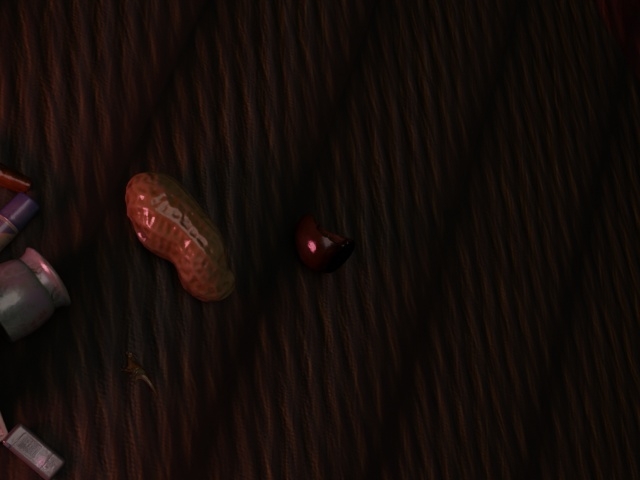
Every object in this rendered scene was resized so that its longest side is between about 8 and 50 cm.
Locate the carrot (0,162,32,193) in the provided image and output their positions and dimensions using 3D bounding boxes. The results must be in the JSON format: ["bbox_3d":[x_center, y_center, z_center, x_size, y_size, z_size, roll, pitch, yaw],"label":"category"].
[{"bbox_3d":[-0.675,-0.144,1.556,0.161,0.055,0.055,27,68,-21],"label":"carrot"}]

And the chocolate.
[{"bbox_3d":[0.000,0.000,1.756,0.127,0.124,0.133,-33,59,-23],"label":"chocolate"}]

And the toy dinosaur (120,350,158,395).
[{"bbox_3d":[-0.380,0.282,1.576,0.041,0.026,0.113,-28,79,-42],"label":"toy dinosaur"}]

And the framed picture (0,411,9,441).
[{"bbox_3d":[-0.715,0.348,1.432,0.203,0.015,0.150,-19,84,-25],"label":"framed picture"}]

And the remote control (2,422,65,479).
[{"bbox_3d":[-0.556,0.411,1.472,0.124,0.018,0.053,46,63,-14],"label":"remote control"}]

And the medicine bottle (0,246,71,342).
[{"bbox_3d":[-0.581,0.105,1.475,0.143,0.147,0.147,-37,92,-28],"label":"medicine bottle"}]

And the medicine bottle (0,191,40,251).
[{"bbox_3d":[-0.663,0.002,1.517,0.059,0.059,0.231,40,66,-8],"label":"medicine bottle"}]

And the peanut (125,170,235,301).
[{"bbox_3d":[-0.299,-0.007,1.625,0.153,0.140,0.325,-33,95,-7],"label":"peanut"}]
